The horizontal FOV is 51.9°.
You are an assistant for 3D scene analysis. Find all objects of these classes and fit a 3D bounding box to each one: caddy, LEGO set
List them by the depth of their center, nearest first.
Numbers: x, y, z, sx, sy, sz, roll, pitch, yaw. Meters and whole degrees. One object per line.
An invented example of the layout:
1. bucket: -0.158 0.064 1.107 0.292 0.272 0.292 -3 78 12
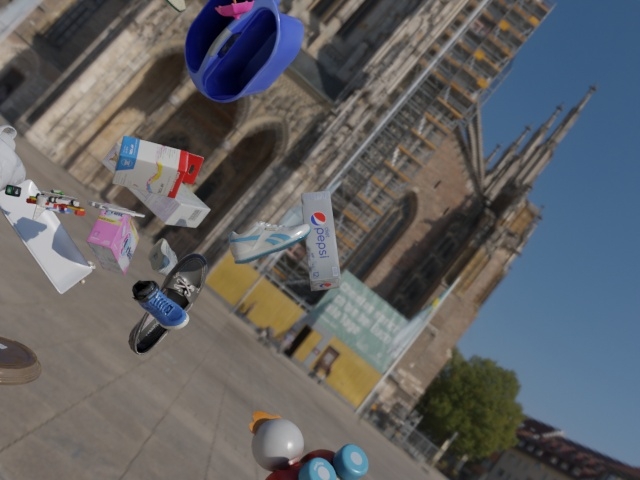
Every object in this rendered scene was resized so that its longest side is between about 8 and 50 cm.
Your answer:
1. LEGO set: -0.502 -0.064 1.329 0.244 0.060 0.182 13 1 -33
2. caddy: -0.210 -0.514 1.701 0.241 0.341 0.179 55 36 8

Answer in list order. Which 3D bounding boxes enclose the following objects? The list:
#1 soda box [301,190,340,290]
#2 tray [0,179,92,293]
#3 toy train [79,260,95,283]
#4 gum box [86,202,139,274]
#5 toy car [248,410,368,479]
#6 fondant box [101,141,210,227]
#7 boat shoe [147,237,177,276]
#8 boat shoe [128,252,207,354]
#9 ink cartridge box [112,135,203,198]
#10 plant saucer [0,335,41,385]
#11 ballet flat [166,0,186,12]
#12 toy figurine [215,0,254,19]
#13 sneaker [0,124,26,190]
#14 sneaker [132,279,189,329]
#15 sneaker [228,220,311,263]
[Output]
1. soda box: 0.000 0.000 1.961 0.098 0.091 0.286 88 -4 -66
2. tray: -0.662 -0.008 1.560 0.270 0.030 0.145 60 22 -12
3. toy train: -0.710 0.083 1.859 0.125 0.046 0.166 35 10 -6
4. gum box: -0.506 0.001 1.621 0.062 0.107 0.188 16 -25 2
5. toy car: -0.062 0.464 1.425 0.210 0.219 0.238 -3 52 -49
6. fondant box: -0.570 -0.189 2.298 0.330 0.096 0.238 41 8 12
7. boat shoe: -0.513 0.066 2.166 0.081 0.079 0.227 43 4 -27
8. boat shoe: -0.430 0.189 1.888 0.112 0.335 0.095 36 0 -21
9. ink cartridge box: -0.464 -0.202 1.880 0.231 0.078 0.134 13 -38 -19
10. plant saucer: -0.912 0.320 1.822 0.278 0.041 0.278 21 5 -2
11. ballet flat: -0.327 -0.539 1.340 0.168 0.052 0.057 40 26 -35
12. toy figurine: -0.199 -0.560 1.407 0.173 0.130 0.159 83 -13 -68
13. sneaker: -0.741 -0.081 1.387 0.137 0.365 0.210 30 29 1
14. sneaker: -0.359 0.138 1.452 0.152 0.058 0.084 27 -29 34
15. sneaker: -0.137 -0.012 1.786 0.087 0.229 0.092 119 -48 -77
